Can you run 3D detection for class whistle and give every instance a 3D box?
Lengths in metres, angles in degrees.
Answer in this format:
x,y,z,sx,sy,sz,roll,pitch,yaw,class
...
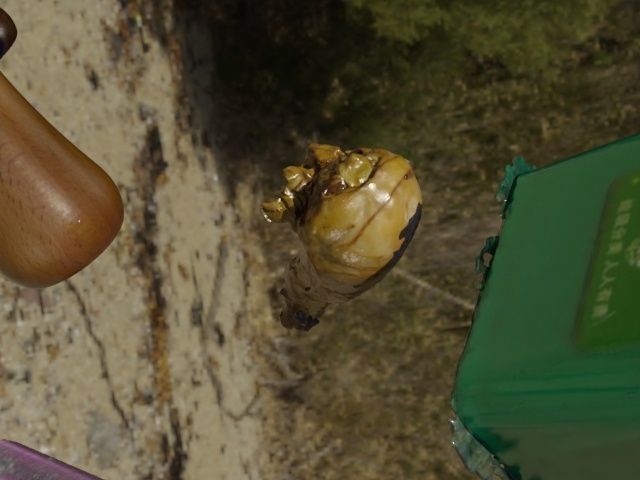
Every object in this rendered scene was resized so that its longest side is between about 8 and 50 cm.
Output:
x,y,z,sx,sy,sz,roll,pitch,yaw,class
-0.103,0.116,0.455,0.033,0.177,0.033,-11,105,-48,whistle

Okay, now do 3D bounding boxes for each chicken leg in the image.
x,y,z,sx,sy,sz,roll,pitch,yaw,class
0.002,0.003,0.765,0.085,0.101,0.207,-50,176,-34,chicken leg

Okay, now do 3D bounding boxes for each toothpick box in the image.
x,y,z,sx,sy,sz,roll,pitch,yaw,class
-0.335,-0.099,1.059,0.294,0.192,0.192,56,11,-30,toothpick box

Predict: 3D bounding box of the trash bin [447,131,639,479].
x,y,z,sx,sy,sz,roll,pitch,yaw,class
0.288,0.052,0.523,0.295,0.381,0.259,46,51,-31,trash bin
